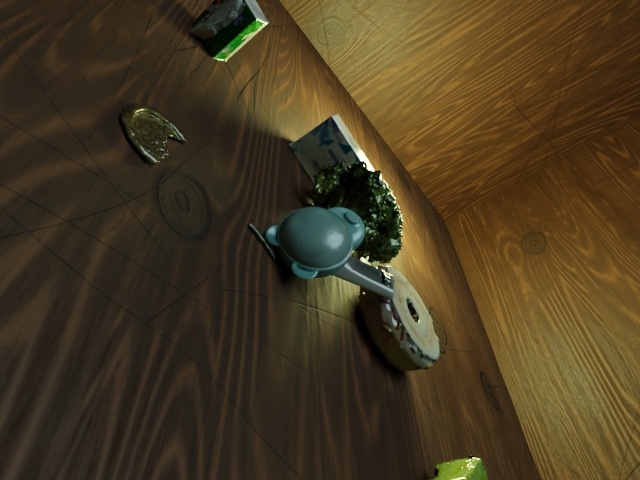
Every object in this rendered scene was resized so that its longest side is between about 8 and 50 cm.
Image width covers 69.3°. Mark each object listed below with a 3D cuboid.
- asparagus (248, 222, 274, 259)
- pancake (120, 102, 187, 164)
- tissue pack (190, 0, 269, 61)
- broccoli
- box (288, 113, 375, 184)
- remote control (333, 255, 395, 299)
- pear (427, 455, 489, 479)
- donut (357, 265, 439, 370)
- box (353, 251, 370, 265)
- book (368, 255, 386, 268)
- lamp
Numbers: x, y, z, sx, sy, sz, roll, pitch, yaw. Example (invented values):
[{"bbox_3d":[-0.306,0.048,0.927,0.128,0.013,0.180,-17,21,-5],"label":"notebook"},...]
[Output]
[{"bbox_3d":[-0.152,0.002,1.207,0.015,0.014,0.114,-45,105,-32],"label":"asparagus"},{"bbox_3d":[-0.366,-0.232,1.040,0.184,0.020,0.190,31,36,-51],"label":"pancake"},{"bbox_3d":[-0.310,-0.719,1.519,0.147,0.209,0.156,60,24,-1],"label":"tissue pack"},{"bbox_3d":[0.120,-0.099,1.577,0.318,0.277,0.337,7,90,-24],"label":"broccoli"},{"bbox_3d":[0.047,-0.310,1.766,0.274,0.203,0.116,56,22,-9],"label":"box"},{"bbox_3d":[0.092,0.077,1.416,0.313,0.055,0.109,23,30,-6],"label":"remote control"},{"bbox_3d":[0.356,0.725,1.198,0.256,0.164,0.238,3,69,-58],"label":"pear"},{"bbox_3d":[0.260,0.267,1.573,0.382,0.143,0.382,47,25,-29],"label":"donut"},{"bbox_3d":[0.159,0.074,1.760,0.083,0.024,0.054,34,31,-44],"label":"box"},{"bbox_3d":[0.242,0.134,1.868,0.138,0.016,0.198,41,29,-37],"label":"book"},{"bbox_3d":[0.004,-0.007,1.283,0.284,0.147,0.209,-17,61,-46],"label":"lamp"}]
